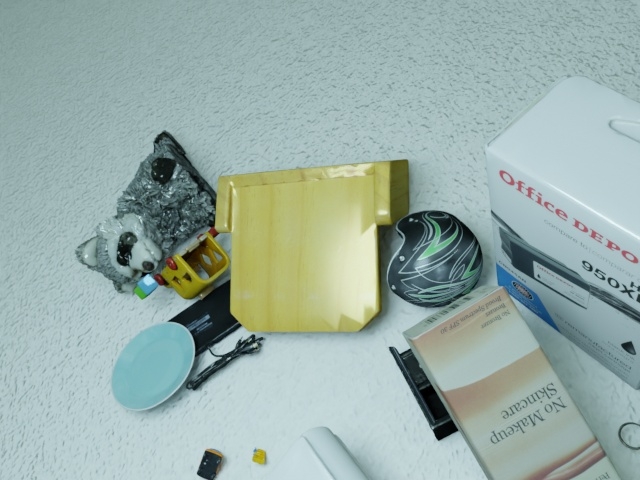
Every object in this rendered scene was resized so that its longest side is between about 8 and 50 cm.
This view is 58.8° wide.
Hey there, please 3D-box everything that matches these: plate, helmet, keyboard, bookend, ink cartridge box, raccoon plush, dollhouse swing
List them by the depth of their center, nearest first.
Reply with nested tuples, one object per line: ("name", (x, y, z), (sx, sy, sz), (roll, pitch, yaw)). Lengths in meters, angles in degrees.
("ink cartridge box", (0.404, 0.004, 0.813), (0.166, 0.395, 0.285), (-41, 53, -9))
("bookend", (0.221, 0.219, 0.941), (0.157, 0.072, 0.156), (-27, 52, 1))
("helmet", (0.202, 0.039, 1.012), (0.169, 0.169, 0.161), (-12, 38, 13))
("plate", (-0.326, 0.248, 1.120), (0.188, 0.024, 0.188), (-13, 49, 15))
("keyboard", (-0.230, 0.201, 1.149), (0.317, 0.033, 0.201), (-34, 46, -3))
("dollhouse swing", (0.000, 0.000, 1.161), (0.347, 0.315, 0.304), (-4, 97, 18))
("raccoon plush", (-0.402, -0.064, 1.336), (0.299, 0.216, 0.446), (-41, 23, 2))

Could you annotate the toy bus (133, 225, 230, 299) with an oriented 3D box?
("toy bus", (-0.266, 0.071, 1.184), (0.191, 0.202, 0.104), (-41, 91, 9))

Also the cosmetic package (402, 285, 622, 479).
("cosmetic package", (0.258, 0.225, 0.802), (0.153, 0.129, 0.296), (-32, 86, -1))

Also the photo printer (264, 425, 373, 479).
("photo printer", (0.017, 0.463, 0.790), (0.307, 0.107, 0.256), (45, 106, 36))

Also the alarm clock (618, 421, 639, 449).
("alarm clock", (0.525, 0.258, 0.811), (0.192, 0.064, 0.129), (-21, 53, 11))

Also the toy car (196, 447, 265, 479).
("toy car", (-0.155, 0.392, 1.002), (0.122, 0.060, 0.040), (4, 14, 4))
